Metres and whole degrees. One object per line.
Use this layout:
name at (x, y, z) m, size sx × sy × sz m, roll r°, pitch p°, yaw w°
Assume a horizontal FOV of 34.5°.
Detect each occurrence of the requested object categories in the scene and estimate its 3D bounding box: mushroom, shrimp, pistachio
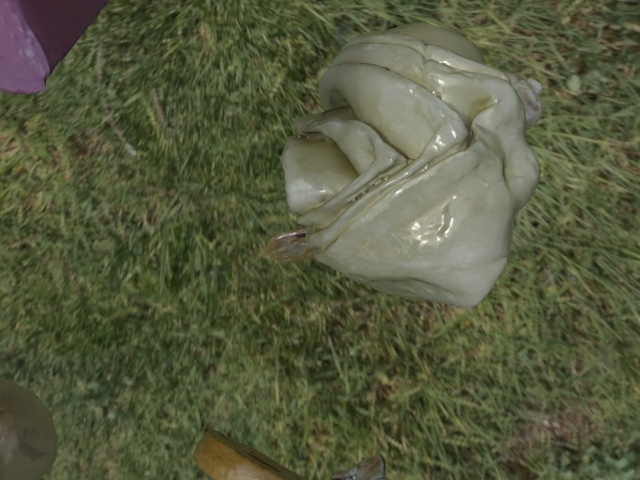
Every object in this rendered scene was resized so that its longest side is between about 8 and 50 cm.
mushroom at (0.257, -0.185, 1.355) m, size 0.067 × 0.083 × 0.083 m, roll -44°, pitch 105°, yaw -12°
shrimp at (0.014, 0.432, 1.551) m, size 0.085 × 0.360 × 0.247 m, roll 34°, pitch 67°, yaw -6°
pistachio at (-0.391, 0.239, 1.250) m, size 0.126 × 0.152 × 0.223 m, roll -5°, pitch 149°, yaw -1°

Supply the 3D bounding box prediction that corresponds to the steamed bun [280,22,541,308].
steamed bun at (0.076, -0.096, 1.056) m, size 0.203 × 0.276 × 0.289 m, roll 19°, pitch 83°, yaw -28°

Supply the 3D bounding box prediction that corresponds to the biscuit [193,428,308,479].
biscuit at (0.002, 0.207, 0.762) m, size 0.249 × 0.184 × 0.035 m, roll 26°, pitch 81°, yaw 23°

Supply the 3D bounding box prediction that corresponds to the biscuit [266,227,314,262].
biscuit at (0.000, 0.000, 1.344) m, size 0.147 × 0.071 × 0.018 m, roll -13°, pitch 61°, yaw 5°

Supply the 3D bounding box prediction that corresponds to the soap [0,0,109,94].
soap at (-0.202, -0.279, 0.670) m, size 0.128 × 0.359 × 0.233 m, roll -8°, pitch 128°, yaw 22°
